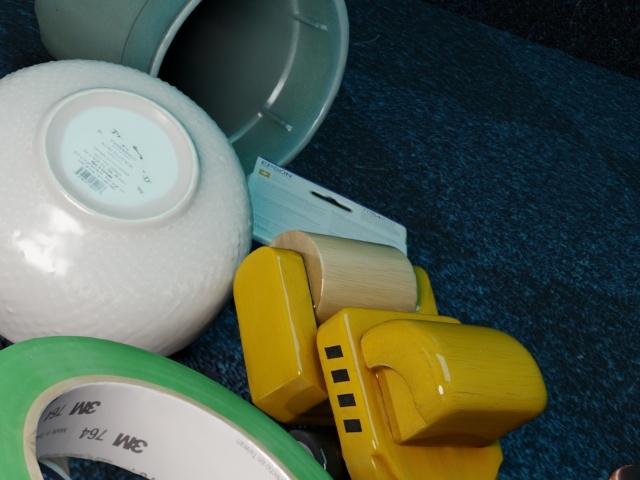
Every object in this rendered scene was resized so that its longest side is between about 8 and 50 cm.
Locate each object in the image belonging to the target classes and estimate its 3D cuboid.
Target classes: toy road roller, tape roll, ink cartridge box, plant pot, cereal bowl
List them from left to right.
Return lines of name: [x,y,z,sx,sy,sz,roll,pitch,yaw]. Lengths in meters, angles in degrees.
cereal bowl: [-0.217,-0.050,1.388,0.339,0.141,0.339,12,56,-19]
tape roll: [-0.104,0.195,0.901,0.321,0.077,0.321,30,21,-13]
plant pot: [-0.198,-0.282,1.882,0.334,0.341,0.341,34,22,36]
ink cartridge box: [0.000,0.000,1.670,0.223,0.045,0.224,26,24,-7]
toy road roller: [0.076,0.117,1.323,0.203,0.240,0.329,8,56,-38]

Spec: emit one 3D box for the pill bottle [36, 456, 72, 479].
pill bottle: [-0.236,0.232,0.944,0.153,0.153,0.264,19,25,-19]

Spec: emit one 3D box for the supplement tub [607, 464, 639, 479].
supplement tub: [0.267,0.310,1.265,0.106,0.198,0.106,23,24,-11]
